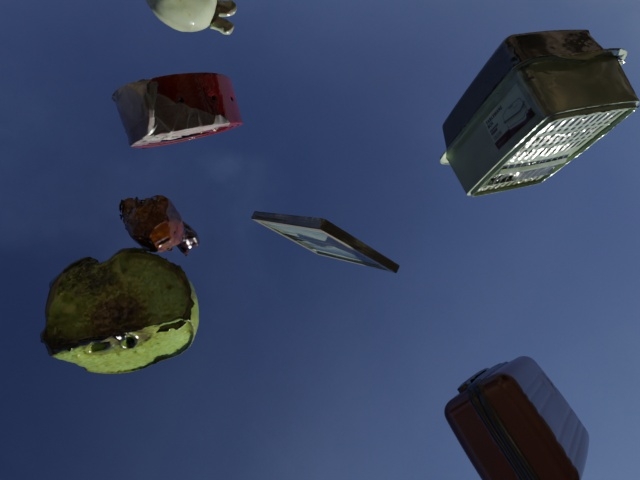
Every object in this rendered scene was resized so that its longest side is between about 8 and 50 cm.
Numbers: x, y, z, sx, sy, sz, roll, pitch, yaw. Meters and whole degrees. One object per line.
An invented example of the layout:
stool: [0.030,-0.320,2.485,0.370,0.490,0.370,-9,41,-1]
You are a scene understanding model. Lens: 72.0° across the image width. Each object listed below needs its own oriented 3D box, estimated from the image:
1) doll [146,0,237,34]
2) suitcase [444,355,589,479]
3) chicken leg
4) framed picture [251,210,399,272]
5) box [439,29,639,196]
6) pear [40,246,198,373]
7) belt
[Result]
doll: [-0.271,-0.449,0.744,0.275,0.113,0.154,27,-121,-48]
suitcase: [0.390,0.362,0.867,0.297,0.161,0.236,7,-133,-55]
chicken leg: [-0.310,-0.026,0.909,0.093,0.304,0.113,-15,-94,-1]
framed picture: [0.000,0.000,0.655,0.150,0.203,0.015,30,-101,-33]
box: [0.353,-0.210,0.762,0.221,0.290,0.166,-11,-109,-16]
pear: [-0.335,0.141,0.823,0.238,0.255,0.164,-14,-117,-8]
belt: [-0.302,-0.273,0.944,0.227,0.115,0.324,-12,-168,18]
